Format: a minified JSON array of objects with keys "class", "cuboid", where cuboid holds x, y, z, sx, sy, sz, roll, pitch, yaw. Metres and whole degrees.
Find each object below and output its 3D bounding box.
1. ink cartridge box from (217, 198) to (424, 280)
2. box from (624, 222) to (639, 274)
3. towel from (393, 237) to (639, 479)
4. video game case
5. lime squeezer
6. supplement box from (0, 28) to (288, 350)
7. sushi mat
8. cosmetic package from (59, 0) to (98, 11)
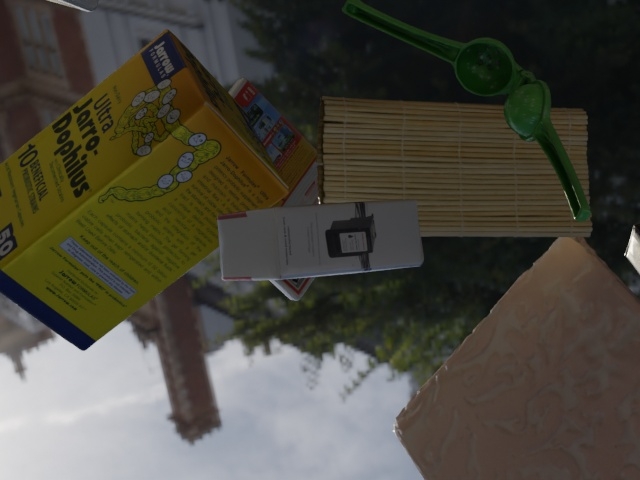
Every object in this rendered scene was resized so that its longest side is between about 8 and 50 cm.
[{"class":"ink cartridge box","cuboid":[0.000,0.000,1.064,0.150,0.063,0.109,-5,179,-33]},{"class":"box","cuboid":[0.589,0.059,1.508,0.293,0.073,0.296,-18,-132,-14]},{"class":"towel","cuboid":[0.260,0.198,1.346,0.332,0.053,0.317,-50,-136,14]},{"class":"video game case","cuboid":[-0.078,-0.075,1.803,0.204,0.285,0.025,-55,-154,-19]},{"class":"lime squeezer","cuboid":[0.161,-0.136,1.087,0.310,0.059,0.110,47,-153,25]},{"class":"supplement box","cuboid":[-0.256,-0.064,1.566,0.356,0.195,0.194,-38,-137,7]},{"class":"sushi mat","cuboid":[0.149,-0.078,1.299,0.316,0.152,0.019,0,171,-17]},{"class":"cosmetic package","cuboid":[-0.449,-0.401,1.287,0.230,0.162,0.453,21,-176,32]}]
